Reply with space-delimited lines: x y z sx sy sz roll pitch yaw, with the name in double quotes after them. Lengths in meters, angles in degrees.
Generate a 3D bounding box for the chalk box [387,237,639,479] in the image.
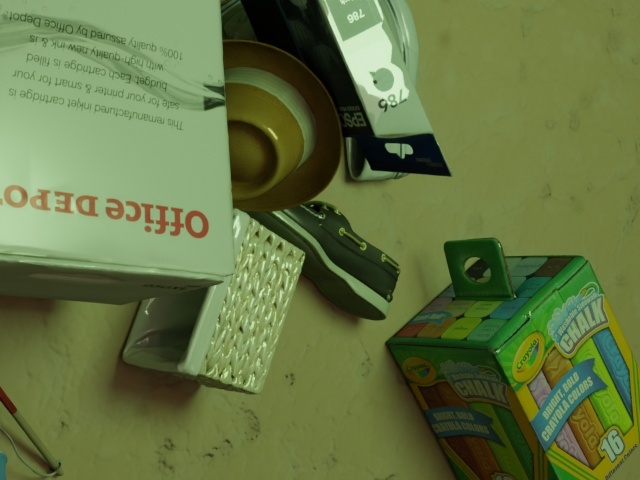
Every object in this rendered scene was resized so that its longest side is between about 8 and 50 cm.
0.215 0.130 1.556 0.179 0.180 0.289 -40 110 -30 "chalk box"

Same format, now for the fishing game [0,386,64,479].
-0.337 0.258 1.225 0.264 0.041 0.189 -55 132 -32 "fishing game"

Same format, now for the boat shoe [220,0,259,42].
-0.053 -0.209 1.415 0.109 0.094 0.302 49 63 -25 "boat shoe"

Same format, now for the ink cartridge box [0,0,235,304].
-0.236 -0.154 1.177 0.285 0.166 0.395 8 74 -44 "ink cartridge box"

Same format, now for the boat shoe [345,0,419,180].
0.057 -0.172 1.499 0.076 0.083 0.226 -15 102 -31 "boat shoe"

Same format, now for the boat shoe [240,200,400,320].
0.000 0.000 1.464 0.228 0.081 0.069 41 64 -36 "boat shoe"

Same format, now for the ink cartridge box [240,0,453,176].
0.000 -0.195 1.296 0.065 0.165 0.333 -32 106 -21 "ink cartridge box"

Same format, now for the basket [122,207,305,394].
-0.101 0.062 1.367 0.103 0.113 0.167 29 73 -36 "basket"

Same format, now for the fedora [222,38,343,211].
-0.078 -0.092 1.293 0.194 0.194 0.079 62 31 -18 "fedora"
